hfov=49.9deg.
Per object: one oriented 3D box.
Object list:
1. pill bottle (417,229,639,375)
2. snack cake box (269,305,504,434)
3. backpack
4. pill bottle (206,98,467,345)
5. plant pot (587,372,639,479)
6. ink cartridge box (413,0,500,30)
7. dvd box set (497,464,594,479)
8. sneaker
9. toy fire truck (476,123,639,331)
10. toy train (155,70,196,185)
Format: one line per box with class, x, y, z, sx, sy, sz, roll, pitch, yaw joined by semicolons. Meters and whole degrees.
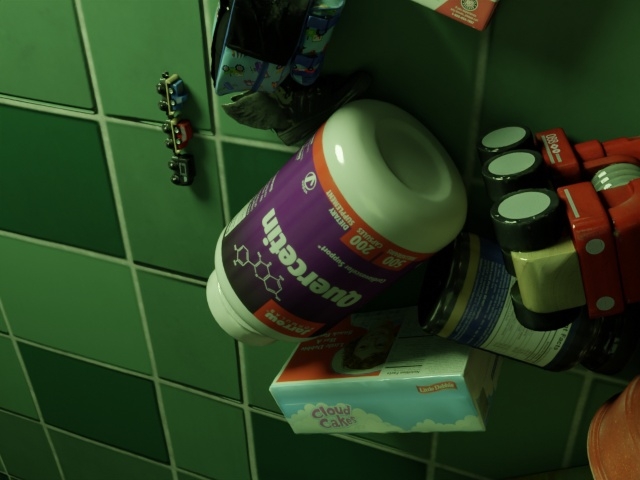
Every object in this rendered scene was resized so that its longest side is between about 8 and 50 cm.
pill bottle;0.229;0.074;0.761;0.219;0.123;0.122;17;129;-3
snack cake box;0.087;0.164;0.882;0.264;0.152;0.089;-10;117;31
backpack;-0.046;-0.220;0.687;0.117;0.158;0.173;16;143;-8
pill bottle;0.000;0.000;0.792;0.181;0.181;0.323;43;129;-7
plant pot;0.433;0.156;0.634;0.272;0.272;0.265;20;128;12
ink cartridge box;0.136;-0.276;0.620;0.099;0.056;0.135;27;130;6
dvd box set;0.299;0.414;0.853;0.420;0.307;0.062;-26;106;37
sneaker;-0.028;-0.166;0.777;0.170;0.051;0.089;-28;112;40
toy fire truck;0.288;-0.024;0.634;0.246;0.217;0.158;-14;119;15
toy train;-0.183;-0.140;0.884;0.036;0.027;0.158;9;126;16
